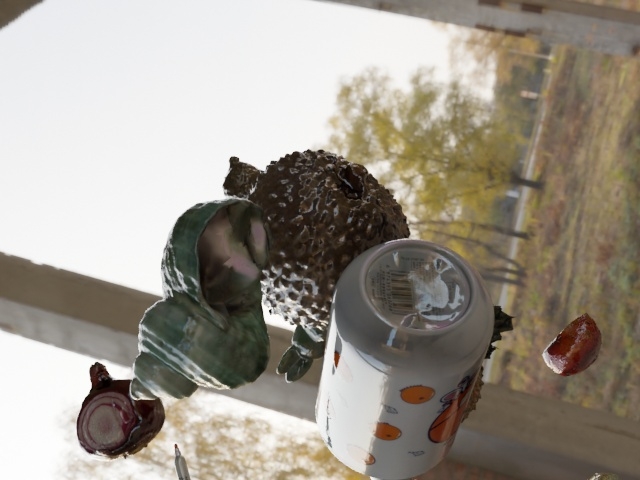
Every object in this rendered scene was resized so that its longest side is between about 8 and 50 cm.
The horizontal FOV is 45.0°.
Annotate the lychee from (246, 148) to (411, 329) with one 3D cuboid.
[{"bbox_3d":[0.003,-0.003,1.263,0.300,0.300,0.299,14,-90,-78],"label":"lychee"}]

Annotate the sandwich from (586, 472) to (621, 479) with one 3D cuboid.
[{"bbox_3d":[0.632,0.597,1.603,0.087,0.226,0.251,-44,-22,14],"label":"sandwich"}]

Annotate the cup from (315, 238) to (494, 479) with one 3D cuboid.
[{"bbox_3d":[0.106,0.155,1.036,0.317,0.212,0.212,94,-165,-49],"label":"cup"}]

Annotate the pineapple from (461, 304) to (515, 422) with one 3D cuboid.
[{"bbox_3d":[0.278,0.224,1.467,0.248,0.128,0.128,-52,-21,-24],"label":"pineapple"}]

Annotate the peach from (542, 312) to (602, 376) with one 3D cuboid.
[{"bbox_3d":[0.620,0.262,1.873,0.127,0.092,0.172,-8,-39,-40],"label":"peach"}]

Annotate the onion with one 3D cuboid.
[{"bbox_3d":[-0.396,0.332,1.525,0.198,0.173,0.135,62,180,28],"label":"onion"}]

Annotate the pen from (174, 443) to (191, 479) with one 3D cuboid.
[{"bbox_3d":[-0.248,0.488,1.464,0.026,0.026,0.218,80,170,-63],"label":"pen"}]

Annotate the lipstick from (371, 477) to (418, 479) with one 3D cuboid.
[{"bbox_3d":[0.171,0.536,1.631,0.078,0.253,0.079,-16,-40,-30],"label":"lipstick"}]

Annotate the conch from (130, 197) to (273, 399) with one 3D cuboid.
[{"bbox_3d":[-0.140,0.088,0.971,0.277,0.195,0.220,-51,-21,-8],"label":"conch"}]

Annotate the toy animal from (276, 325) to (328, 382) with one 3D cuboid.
[{"bbox_3d":[-0.007,0.185,1.620,0.125,0.127,0.251,4,-49,-52],"label":"toy animal"}]

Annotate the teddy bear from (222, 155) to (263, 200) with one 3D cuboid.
[{"bbox_3d":[-0.144,-0.091,1.635,0.177,0.140,0.190,59,175,37],"label":"teddy bear"}]
